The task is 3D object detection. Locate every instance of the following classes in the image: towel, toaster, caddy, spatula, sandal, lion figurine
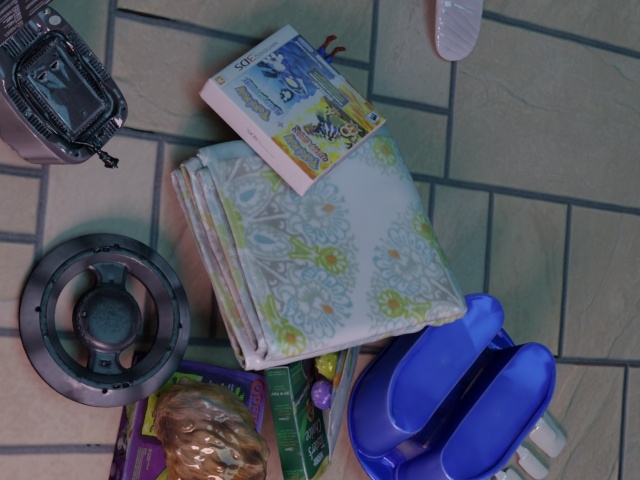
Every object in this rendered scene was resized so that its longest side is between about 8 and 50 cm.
[{"bbox_3d":[0.000,0.000,1.858,0.374,0.090,0.320,-12,73,-33],"label":"towel"},{"bbox_3d":[-0.343,-0.180,1.630,0.129,0.146,0.227,-50,117,-25],"label":"toaster"},{"bbox_3d":[0.196,0.240,2.020,0.241,0.179,0.341,44,63,-2],"label":"caddy"},{"bbox_3d":[0.314,0.325,2.204,0.242,0.019,0.168,47,69,-26],"label":"spatula"},{"bbox_3d":[0.213,-0.422,2.099,0.102,0.076,0.265,1,110,-23],"label":"sandal"},{"bbox_3d":[-0.155,0.389,1.725,0.240,0.142,0.392,23,81,-27],"label":"lion figurine"}]

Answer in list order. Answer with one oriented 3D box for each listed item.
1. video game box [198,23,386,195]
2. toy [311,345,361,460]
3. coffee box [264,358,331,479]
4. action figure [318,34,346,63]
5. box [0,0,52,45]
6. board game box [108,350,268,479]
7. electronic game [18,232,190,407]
[{"bbox_3d":[-0.037,-0.187,1.852,0.205,0.048,0.187,44,53,4],"label":"video game box"},{"bbox_3d":[0.023,0.181,1.912,0.137,0.056,0.237,88,19,-52],"label":"toy"},{"bbox_3d":[-0.031,0.257,1.898,0.113,0.040,0.184,-28,110,-70],"label":"coffee box"},{"bbox_3d":[-0.005,-0.255,1.958,0.115,0.030,0.038,-53,124,-22],"label":"action figure"},{"bbox_3d":[-0.383,-0.370,1.573,0.270,0.216,0.060,-50,162,-26],"label":"box"},{"bbox_3d":[-0.192,0.338,1.808,0.208,0.056,0.346,16,81,-32],"label":"board game box"},{"bbox_3d":[-0.279,0.103,1.722,0.229,0.048,0.229,5,77,-24],"label":"electronic game"}]
